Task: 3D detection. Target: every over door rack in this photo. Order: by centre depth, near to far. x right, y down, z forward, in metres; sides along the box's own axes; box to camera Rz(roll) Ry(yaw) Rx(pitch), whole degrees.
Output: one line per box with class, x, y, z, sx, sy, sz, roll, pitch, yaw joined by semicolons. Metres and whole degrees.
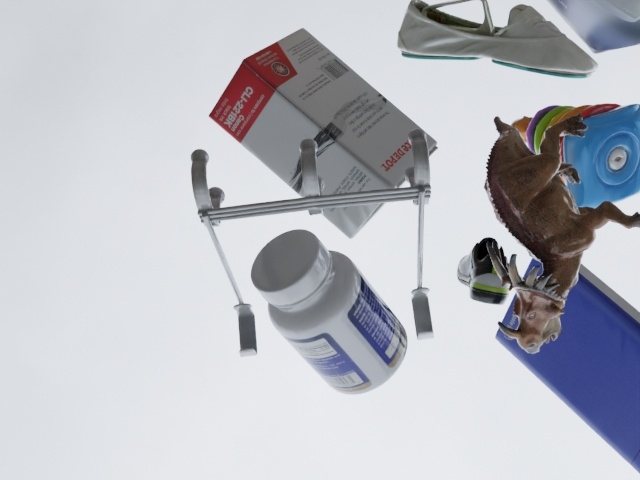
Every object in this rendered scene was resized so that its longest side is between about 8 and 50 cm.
over door rack;0.000;0.000;1.097;0.240;0.324;0.108;-6;-126;2

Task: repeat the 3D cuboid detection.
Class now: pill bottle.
pill bottle;0.008;0.076;1.095;0.112;0.186;0.112;-21;-139;20

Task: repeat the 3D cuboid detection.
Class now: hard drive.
hard drive;0.414;0.175;1.495;0.040;0.210;0.319;-20;-129;-36

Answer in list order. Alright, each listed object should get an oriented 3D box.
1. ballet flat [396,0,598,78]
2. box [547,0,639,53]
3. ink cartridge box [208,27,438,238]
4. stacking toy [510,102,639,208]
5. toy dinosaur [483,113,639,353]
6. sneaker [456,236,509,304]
ballet flat;0.334;-0.397;1.921;0.400;0.139;0.139;12;-125;24
box;0.270;-0.337;0.873;0.182;0.296;0.294;-48;-167;-6
ink cartridge box;0.010;-0.158;1.436;0.114;0.273;0.197;-52;175;35
stacking toy;0.430;-0.178;1.765;0.175;0.165;0.302;-18;-156;-17
toy dinosaur;0.258;-0.032;1.222;0.200;0.127;0.295;-24;-105;-13
sneaker;0.291;0.040;1.718;0.084;0.097;0.234;8;-169;-3
